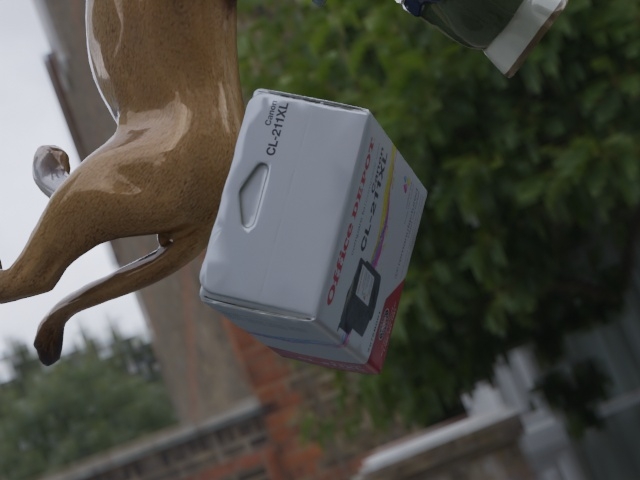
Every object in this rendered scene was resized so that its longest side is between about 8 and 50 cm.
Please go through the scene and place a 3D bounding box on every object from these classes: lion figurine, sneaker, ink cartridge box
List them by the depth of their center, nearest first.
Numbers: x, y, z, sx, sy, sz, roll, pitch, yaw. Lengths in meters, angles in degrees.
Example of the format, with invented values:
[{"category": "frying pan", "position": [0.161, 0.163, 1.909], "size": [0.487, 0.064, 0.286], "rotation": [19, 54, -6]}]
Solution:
[{"category": "sneaker", "position": [0.068, -0.141, 0.935], "size": [0.064, 0.086, 0.192], "rotation": [-54, 10, 15]}, {"category": "ink cartridge box", "position": [0.000, 0.000, 1.124], "size": [0.072, 0.127, 0.175], "rotation": [12, -10, 16]}, {"category": "lion figurine", "position": [-0.102, -0.120, 1.150], "size": [0.240, 0.392, 0.142], "rotation": [-3, 6, 29]}]

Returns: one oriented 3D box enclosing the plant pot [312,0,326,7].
[{"category": "plant pot", "position": [-0.020, -0.385, 1.458], "size": [0.247, 0.252, 0.248], "rotation": [-59, 1, 45]}]
